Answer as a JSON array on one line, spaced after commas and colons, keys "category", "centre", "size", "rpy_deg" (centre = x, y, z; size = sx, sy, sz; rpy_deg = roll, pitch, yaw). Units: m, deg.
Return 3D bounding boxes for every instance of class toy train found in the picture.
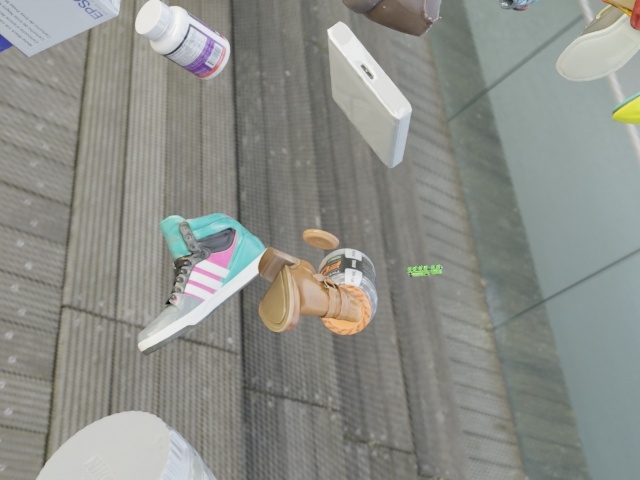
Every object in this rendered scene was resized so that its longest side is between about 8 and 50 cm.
[{"category": "toy train", "centre": [0.235, 0.069, 1.890], "size": [0.017, 0.083, 0.024], "rpy_deg": [-14, 97, -67]}]

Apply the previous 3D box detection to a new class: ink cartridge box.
[{"category": "ink cartridge box", "centre": [-0.415, -0.331, 1.075], "size": [0.223, 0.224, 0.045], "rpy_deg": [42, 38, -51]}]

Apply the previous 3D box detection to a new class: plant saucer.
[{"category": "plant saucer", "centre": [0.000, 0.000, 1.882], "size": [0.083, 0.083, 0.013], "rpy_deg": [29, 63, -28]}]

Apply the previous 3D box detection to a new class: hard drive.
[{"category": "hard drive", "centre": [0.089, -0.261, 1.563], "size": [0.203, 0.040, 0.307], "rpy_deg": [53, -5, 10]}]

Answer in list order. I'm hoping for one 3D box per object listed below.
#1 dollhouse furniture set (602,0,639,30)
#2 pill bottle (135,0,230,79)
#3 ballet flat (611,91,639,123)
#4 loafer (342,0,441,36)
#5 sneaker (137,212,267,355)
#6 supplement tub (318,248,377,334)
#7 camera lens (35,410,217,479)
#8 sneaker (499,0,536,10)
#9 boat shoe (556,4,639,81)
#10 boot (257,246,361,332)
[{"category": "dollhouse furniture set", "centre": [0.336, -0.386, 0.745], "size": [0.152, 0.374, 0.201], "rpy_deg": [-5, 33, -22]}, {"category": "pill bottle", "centre": [-0.295, -0.431, 1.785], "size": [0.193, 0.108, 0.108], "rpy_deg": [26, 44, -47]}, {"category": "ballet flat", "centre": [0.553, -0.218, 1.240], "size": [0.077, 0.231, 0.077], "rpy_deg": [12, 52, -65]}, {"category": "loafer", "centre": [0.147, -0.409, 1.133], "size": [0.130, 0.134, 0.366], "rpy_deg": [39, 63, -23]}, {"category": "sneaker", "centre": [-0.236, 0.050, 1.451], "size": [0.295, 0.124, 0.178], "rpy_deg": [-40, 94, -31]}, {"category": "supplement tub", "centre": [0.049, 0.097, 1.571], "size": [0.117, 0.117, 0.190], "rpy_deg": [44, 14, -11]}, {"category": "camera lens", "centre": [-0.222, 0.388, 1.096], "size": [0.219, 0.219, 0.274], "rpy_deg": [-71, 144, -47]}, {"category": "sneaker", "centre": [0.314, -0.539, 1.535], "size": [0.125, 0.104, 0.262], "rpy_deg": [-41, 93, -26]}, {"category": "boat shoe", "centre": [0.612, -0.432, 1.716], "size": [0.109, 0.305, 0.091], "rpy_deg": [34, 56, -15]}, {"category": "boot", "centre": [-0.008, 0.088, 1.196], "size": [0.152, 0.073, 0.197], "rpy_deg": [29, 22, -20]}]
